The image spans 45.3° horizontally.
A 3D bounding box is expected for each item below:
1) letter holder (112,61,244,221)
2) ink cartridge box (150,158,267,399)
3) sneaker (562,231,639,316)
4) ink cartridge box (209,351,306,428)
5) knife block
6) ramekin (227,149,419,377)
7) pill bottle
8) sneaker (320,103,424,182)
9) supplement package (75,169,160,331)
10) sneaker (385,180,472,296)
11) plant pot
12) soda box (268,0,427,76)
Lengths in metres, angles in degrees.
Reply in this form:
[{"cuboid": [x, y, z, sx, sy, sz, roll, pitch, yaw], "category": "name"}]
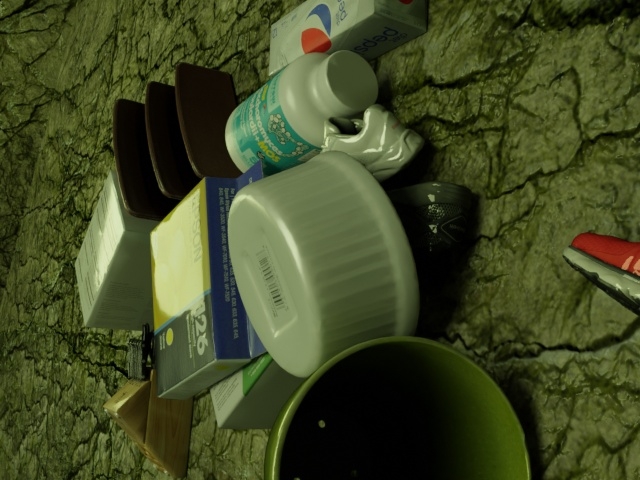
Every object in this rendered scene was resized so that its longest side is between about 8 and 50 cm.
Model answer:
[{"cuboid": [-0.278, -0.195, 1.497, 0.152, 0.214, 0.302, -48, 45, 41], "category": "letter holder"}, {"cuboid": [-0.180, 0.066, 1.206, 0.307, 0.072, 0.304, -38, 51, 49], "category": "ink cartridge box"}, {"cuboid": [0.334, 0.022, 0.633, 0.279, 0.107, 0.118, 17, 78, 54], "category": "sneaker"}, {"cuboid": [-0.106, 0.133, 1.244, 0.201, 0.117, 0.278, -55, 41, 35], "category": "ink cartridge box"}, {"cuboid": [-0.301, 0.305, 1.562, 0.276, 0.242, 0.088, 56, 152, -17], "category": "knife block"}, {"cuboid": [-0.009, 0.037, 0.964, 0.277, 0.135, 0.277, 44, 144, 45], "category": "ramekin"}, {"cuboid": [-0.027, -0.191, 1.170, 0.264, 0.146, 0.146, -25, 62, 53], "category": "pill bottle"}, {"cuboid": [0.033, -0.114, 1.070, 0.232, 0.090, 0.115, -35, 98, 38], "category": "sneaker"}, {"cuboid": [-0.369, 0.028, 1.601, 0.263, 0.199, 0.198, -60, 38, 30], "category": "supplement package"}, {"cuboid": [0.096, 0.004, 0.989, 0.227, 0.087, 0.130, -7, 71, 51], "category": "sneaker"}, {"cuboid": [0.043, 0.260, 0.884, 0.293, 0.274, 0.275, 146, 126, -69], "category": "plant pot"}, {"cuboid": [0.032, -0.319, 1.154, 0.286, 0.098, 0.091, -11, 74, 55], "category": "soda box"}]
